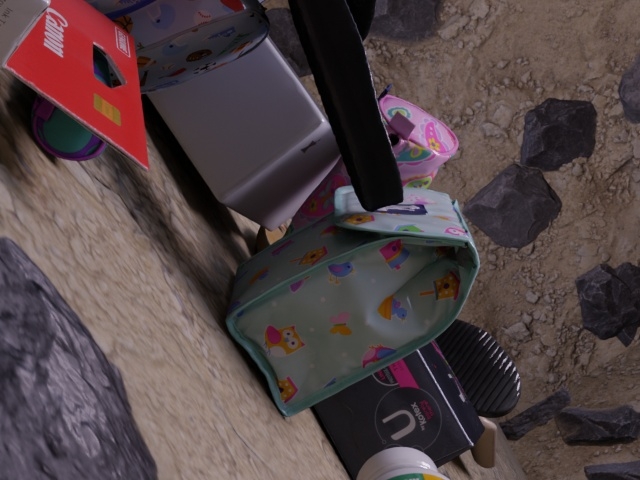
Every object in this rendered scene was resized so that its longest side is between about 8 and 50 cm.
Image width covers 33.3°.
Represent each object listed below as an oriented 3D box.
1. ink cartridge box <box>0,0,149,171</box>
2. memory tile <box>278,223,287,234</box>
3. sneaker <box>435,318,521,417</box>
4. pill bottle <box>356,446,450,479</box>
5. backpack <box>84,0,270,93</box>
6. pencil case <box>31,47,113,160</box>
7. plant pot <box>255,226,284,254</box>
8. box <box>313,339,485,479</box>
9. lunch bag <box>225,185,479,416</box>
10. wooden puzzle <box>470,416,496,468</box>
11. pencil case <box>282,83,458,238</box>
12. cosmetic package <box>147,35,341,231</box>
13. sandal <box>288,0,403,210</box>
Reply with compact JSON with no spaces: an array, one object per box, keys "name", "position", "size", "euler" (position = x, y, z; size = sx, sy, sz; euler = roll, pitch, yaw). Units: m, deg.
[{"name":"ink cartridge box","position":[-0.228,-0.205,0.825],"size":[0.261,0.066,0.296],"euler":[33,18,-27]},{"name":"memory tile","position":[-0.049,0.012,1.715],"size":[0.113,0.012,0.148],"euler":[58,7,2]},{"name":"sneaker","position":[0.162,0.188,1.568],"size":[0.331,0.122,0.146],"euler":[24,-30,41]},{"name":"pill bottle","position":[0.090,0.285,0.991],"size":[0.117,0.118,0.208],"euler":[55,7,-22]},{"name":"backpack","position":[-0.163,-0.276,1.128],"size":[0.263,0.277,0.213],"euler":[-43,117,-78]},{"name":"pencil case","position":[-0.211,-0.128,0.909],"size":[0.070,0.064,0.151],"euler":[43,13,-31]},{"name":"plant pot","position":[-0.026,0.078,1.485],"size":[0.236,0.032,0.236],"euler":[57,6,-9]},{"name":"box","position":[0.098,0.205,1.317],"size":[0.165,0.143,0.270],"euler":[60,7,10]},{"name":"lunch bag","position":[0.041,0.039,1.142],"size":[0.160,0.262,0.223],"euler":[57,8,-12]},{"name":"wooden puzzle","position":[0.253,0.273,2.156],"size":[0.322,0.081,0.347],"euler":[73,-4,-63]},{"name":"pencil case","position":[0.047,-0.043,1.303],"size":[0.124,0.284,0.124],"euler":[28,27,-16]},{"name":"cosmetic package","position":[-0.154,-0.249,1.379],"size":[0.453,0.161,0.230],"euler":[55,5,15]},{"name":"sandal","position":[0.022,-0.253,1.072],"size":[0.167,0.107,0.445],"euler":[-142,-147,-86]}]
